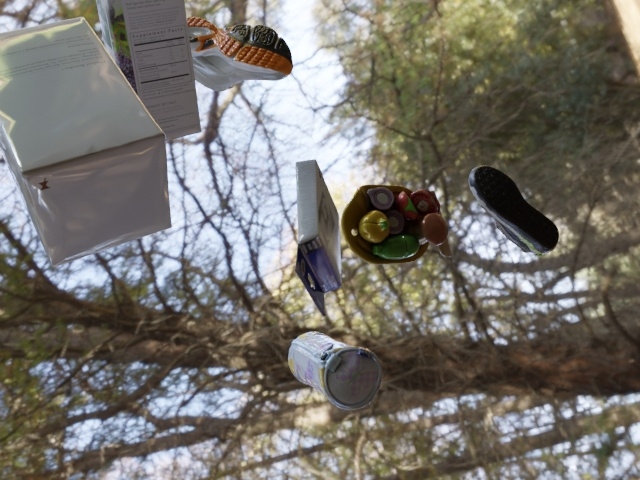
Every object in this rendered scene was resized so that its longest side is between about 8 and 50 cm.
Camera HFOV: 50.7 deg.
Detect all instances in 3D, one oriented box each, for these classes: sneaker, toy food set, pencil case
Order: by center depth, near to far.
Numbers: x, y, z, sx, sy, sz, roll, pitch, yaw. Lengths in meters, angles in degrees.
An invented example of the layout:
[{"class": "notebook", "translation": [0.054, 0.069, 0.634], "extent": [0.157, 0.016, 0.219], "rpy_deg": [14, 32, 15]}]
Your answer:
[{"class": "toy food set", "translation": [0.138, -0.031, 1.051], "extent": [0.218, 0.071, 0.128], "rpy_deg": [-3, -99, -34]}, {"class": "sneaker", "translation": [-0.154, -0.315, 1.204], "extent": [0.099, 0.263, 0.121], "rpy_deg": [-54, -30, -27]}, {"class": "pencil case", "translation": [0.019, 0.244, 1.305], "extent": [0.124, 0.273, 0.113], "rpy_deg": [23, -98, -13]}, {"class": "sneaker", "translation": [0.367, -0.046, 1.345], "extent": [0.235, 0.097, 0.084], "rpy_deg": [44, -114, -8]}]

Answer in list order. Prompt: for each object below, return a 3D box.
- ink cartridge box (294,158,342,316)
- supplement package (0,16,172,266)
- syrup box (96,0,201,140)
[{"class": "ink cartridge box", "translation": [0.000, 0.000, 1.260], "extent": [0.223, 0.045, 0.223], "rpy_deg": [64, -158, -60]}, {"class": "supplement package", "translation": [-0.207, -0.087, 0.559], "extent": [0.105, 0.105, 0.179], "rpy_deg": [-20, -126, -24]}, {"class": "syrup box", "translation": [-0.221, -0.251, 0.859], "extent": [0.093, 0.096, 0.236], "rpy_deg": [47, 148, 49]}]
